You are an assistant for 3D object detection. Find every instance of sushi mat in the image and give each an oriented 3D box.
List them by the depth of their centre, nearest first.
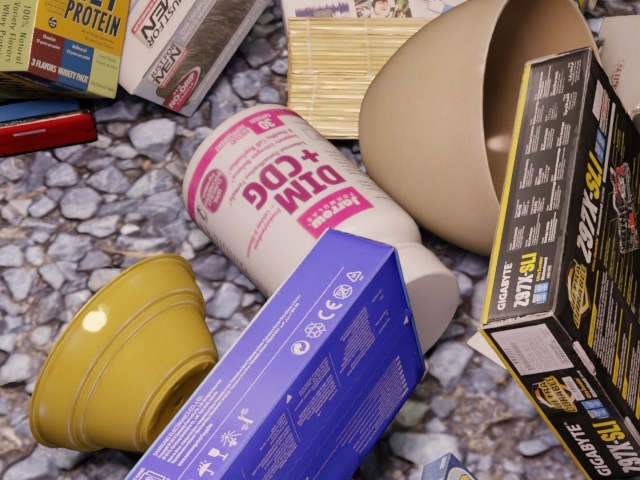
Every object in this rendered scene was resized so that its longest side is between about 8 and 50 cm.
[{"bbox_3d":[0.118,-0.181,1.722,0.317,0.019,0.151,1,69,4],"label":"sushi mat"}]

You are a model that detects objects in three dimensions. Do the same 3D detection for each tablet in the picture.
[{"bbox_3d":[0.194,0.092,1.561,0.054,0.006,0.083,34,58,29],"label":"tablet"}]

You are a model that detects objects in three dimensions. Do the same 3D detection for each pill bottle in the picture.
[{"bbox_3d":[0.000,0.000,1.552,0.160,0.160,0.283,-31,54,-22],"label":"pill bottle"}]

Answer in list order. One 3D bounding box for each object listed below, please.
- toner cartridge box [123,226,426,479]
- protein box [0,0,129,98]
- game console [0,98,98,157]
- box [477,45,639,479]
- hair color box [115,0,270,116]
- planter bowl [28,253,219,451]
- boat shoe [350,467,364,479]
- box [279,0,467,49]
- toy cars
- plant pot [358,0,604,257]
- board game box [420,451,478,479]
[{"bbox_3d":[-0.039,0.166,1.276,0.075,0.165,0.348,17,51,30],"label":"toner cartridge box"},{"bbox_3d":[-0.333,-0.269,1.733,0.201,0.136,0.199,4,84,38],"label":"protein box"},{"bbox_3d":[-0.333,-0.147,1.760,0.144,0.124,0.085,-11,75,-5],"label":"game console"},{"bbox_3d":[0.253,0.022,1.440,0.079,0.257,0.322,-12,46,31],"label":"box"},{"bbox_3d":[-0.241,-0.329,1.840,0.374,0.114,0.185,44,104,34],"label":"hair color box"},{"bbox_3d":[-0.158,0.127,1.418,0.090,0.217,0.217,35,59,22],"label":"planter bowl"},{"bbox_3d":[-0.006,0.223,1.396,0.285,0.103,0.092,14,55,23],"label":"boat shoe"},{"bbox_3d":[0.065,-0.297,1.821,0.232,0.058,0.322,-9,68,-4],"label":"box"},{"bbox_3d":[0.315,-0.228,1.783,0.176,0.087,0.393,-36,48,18],"label":"toy cars"},{"bbox_3d":[0.153,-0.113,1.578,0.191,0.284,0.284,-2,43,36],"label":"plant pot"},{"bbox_3d":[0.123,0.290,1.283,0.035,0.136,0.201,-35,19,32],"label":"board game box"}]
